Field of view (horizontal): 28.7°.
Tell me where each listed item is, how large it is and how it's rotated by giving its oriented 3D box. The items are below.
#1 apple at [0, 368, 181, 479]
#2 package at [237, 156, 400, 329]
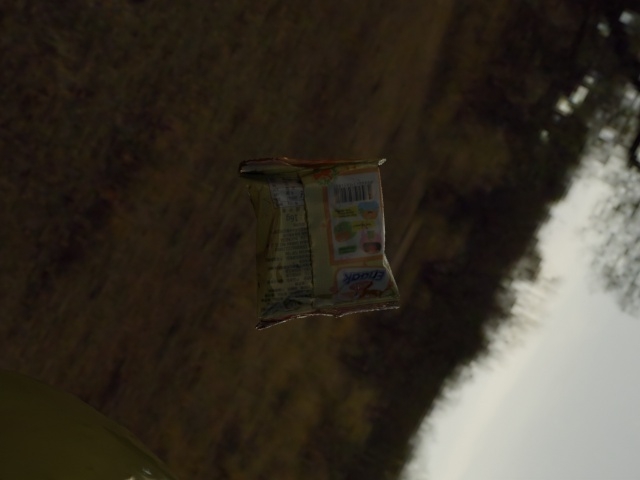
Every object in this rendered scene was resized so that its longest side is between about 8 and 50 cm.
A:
[{"bbox_3d":[-0.142,0.186,0.441,0.279,0.279,0.279,-61,174,-11],"label":"apple"},{"bbox_3d":[0.000,-0.002,0.887,0.031,0.108,0.120,-171,-105,-77],"label":"package"}]
